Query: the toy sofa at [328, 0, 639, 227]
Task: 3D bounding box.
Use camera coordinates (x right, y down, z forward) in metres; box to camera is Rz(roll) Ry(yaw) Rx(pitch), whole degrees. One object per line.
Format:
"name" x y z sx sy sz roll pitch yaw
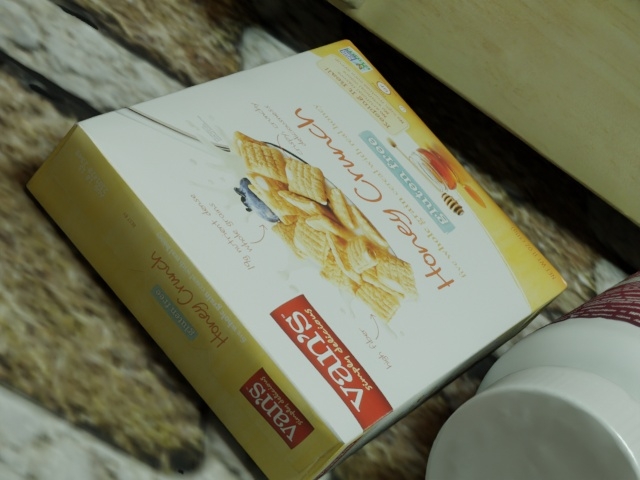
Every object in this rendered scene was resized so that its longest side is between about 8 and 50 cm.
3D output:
"toy sofa" 0.143 -0.127 1.036 0.362 0.150 0.177 34 17 -19

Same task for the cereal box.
"cereal box" 0.000 0.000 0.848 0.173 0.047 0.240 49 30 8

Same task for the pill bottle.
"pill bottle" 0.140 0.085 0.846 0.121 0.121 0.221 52 31 11
